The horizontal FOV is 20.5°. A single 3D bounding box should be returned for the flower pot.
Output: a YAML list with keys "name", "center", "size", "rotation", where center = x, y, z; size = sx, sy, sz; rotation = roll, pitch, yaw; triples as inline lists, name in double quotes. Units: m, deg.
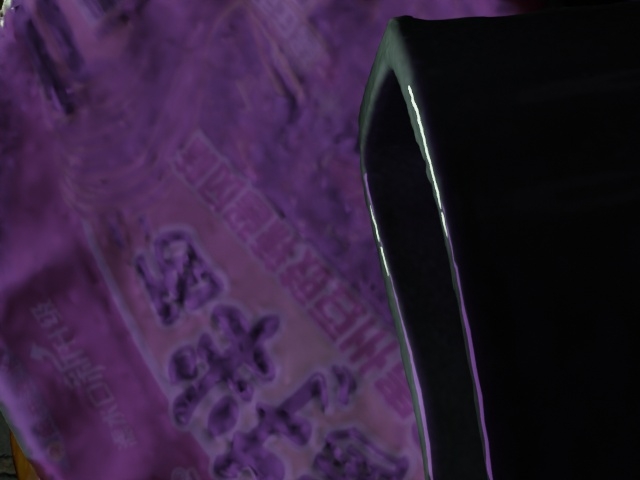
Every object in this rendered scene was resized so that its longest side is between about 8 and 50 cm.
- name: "flower pot"
  center: [0.079, 0.063, 0.361]
  size: [0.103, 0.108, 0.229]
  rotation: [146, 116, -81]

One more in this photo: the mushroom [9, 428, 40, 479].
- name: "mushroom"
  center: [-0.018, 0.069, 0.802]
  size: [0.254, 0.267, 0.267]
  rotation: [-2, 98, 48]

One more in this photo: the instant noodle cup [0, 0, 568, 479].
- name: "instant noodle cup"
  center: [0.000, 0.000, 0.614]
  size: [0.091, 0.274, 0.274]
  rotation: [-20, -75, -57]

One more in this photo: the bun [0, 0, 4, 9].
- name: "bun"
  center: [-0.163, -0.224, 0.813]
  size: [0.202, 0.364, 0.364]
  rotation: [100, 160, -52]
